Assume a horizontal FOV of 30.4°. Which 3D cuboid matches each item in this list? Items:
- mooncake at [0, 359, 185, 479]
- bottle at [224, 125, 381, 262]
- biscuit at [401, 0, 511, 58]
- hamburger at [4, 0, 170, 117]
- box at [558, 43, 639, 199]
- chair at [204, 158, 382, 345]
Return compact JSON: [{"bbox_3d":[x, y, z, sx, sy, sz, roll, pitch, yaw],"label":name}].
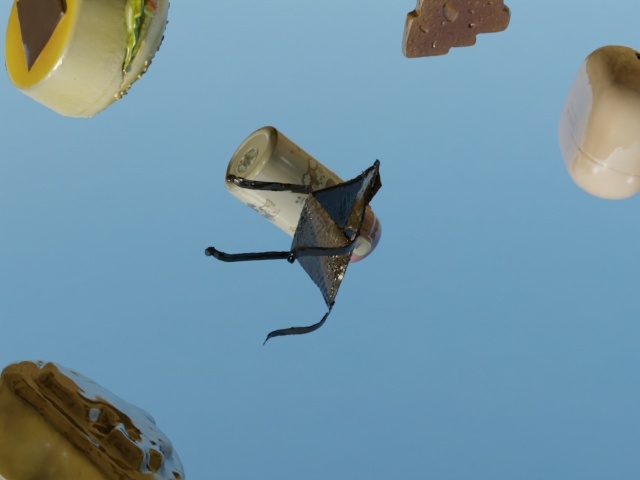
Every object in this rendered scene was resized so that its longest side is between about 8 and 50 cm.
[{"bbox_3d":[-0.243,0.223,1.253,0.117,0.235,0.235,-54,-142,6],"label":"mooncake"},{"bbox_3d":[-0.015,-0.053,1.634,0.110,0.233,0.110,-38,-149,28],"label":"bottle"},{"bbox_3d":[0.097,-0.166,0.868,0.092,0.082,0.016,-39,-137,21],"label":"biscuit"},{"bbox_3d":[-0.154,-0.151,0.803,0.081,0.141,0.126,14,-152,-37],"label":"hamburger"},{"bbox_3d":[0.309,-0.127,1.245,0.088,0.146,0.200,15,-154,-3],"label":"box"},{"bbox_3d":[0.000,0.000,1.291,0.213,0.174,0.149,-14,-132,-35],"label":"chair"}]
